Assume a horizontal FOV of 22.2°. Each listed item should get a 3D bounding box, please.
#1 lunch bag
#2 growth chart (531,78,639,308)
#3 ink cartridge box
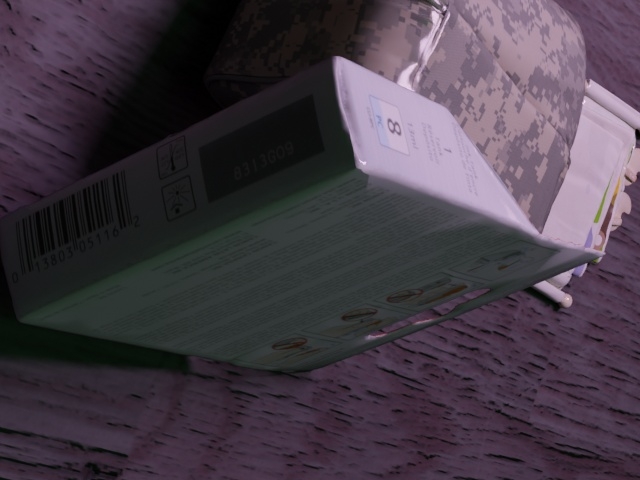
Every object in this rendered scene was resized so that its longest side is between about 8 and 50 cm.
[{"bbox_3d":[0.085,-0.157,1.338,0.305,0.212,0.256,41,66,-45],"label":"lunch bag"},{"bbox_3d":[0.264,-0.047,1.671,0.172,0.021,0.237,37,74,-43],"label":"growth chart"},{"bbox_3d":[0.000,0.000,1.249,0.385,0.308,0.091,15,56,-55],"label":"ink cartridge box"}]
